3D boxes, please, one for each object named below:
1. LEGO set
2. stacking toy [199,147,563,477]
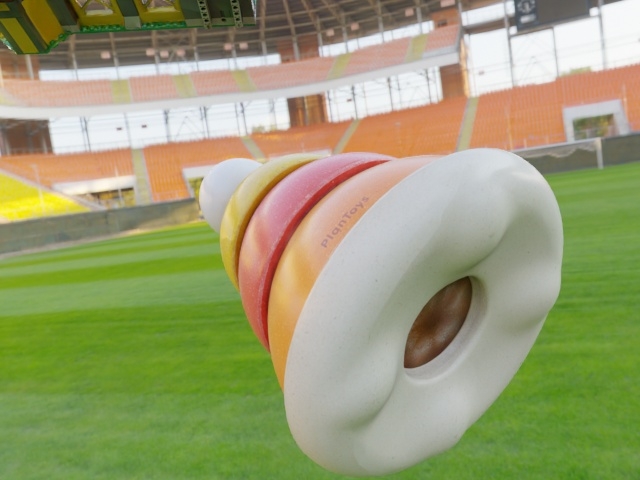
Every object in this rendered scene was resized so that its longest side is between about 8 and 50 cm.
[{"bbox_3d":[-0.153,-0.307,0.400,0.255,0.331,0.192,6,-22,4],"label":"LEGO set"},{"bbox_3d":[0.000,0.000,0.695,0.351,0.350,0.480,-12,32,-35],"label":"stacking toy"}]
